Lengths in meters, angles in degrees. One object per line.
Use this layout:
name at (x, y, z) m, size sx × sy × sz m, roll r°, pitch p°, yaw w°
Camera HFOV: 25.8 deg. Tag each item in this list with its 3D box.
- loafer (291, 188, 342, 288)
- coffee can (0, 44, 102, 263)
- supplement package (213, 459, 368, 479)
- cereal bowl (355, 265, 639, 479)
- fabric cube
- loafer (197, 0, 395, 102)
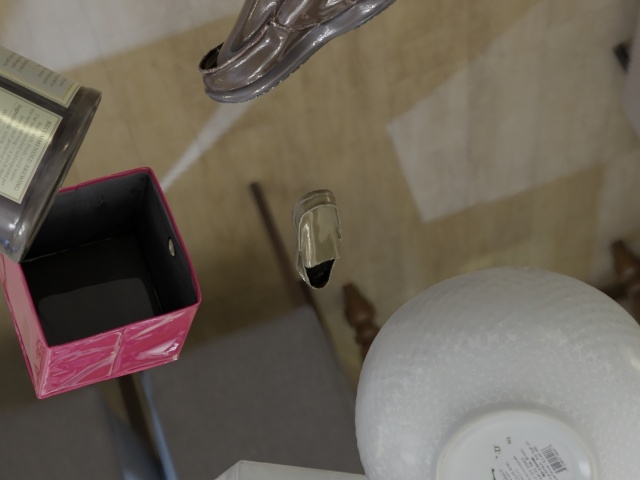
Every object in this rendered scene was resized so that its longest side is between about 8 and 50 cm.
loafer at (0.000, 0.000, 1.589) m, size 0.056 × 0.050 × 0.148 m, roll -19°, pitch 144°, yaw -14°
coffee can at (-0.393, -0.125, 1.451) m, size 0.275 × 0.202 × 0.201 m, roll 26°, pitch 135°, yaw -8°
supplement package at (-0.062, 0.411, 1.717) m, size 0.198 × 0.199 × 0.262 m, roll 11°, pitch 151°, yaw -23°
cereal bowl at (0.197, 0.206, 1.440) m, size 0.338 × 0.141 × 0.339 m, roll 2°, pitch 114°, yaw 6°
fabric cube at (-0.363, 0.072, 2.253) m, size 0.259 × 0.254 × 0.258 m, roll -16°, pitch 160°, yaw -20°
loafer at (-0.036, -0.301, 1.764) m, size 0.366 × 0.134 × 0.130 m, roll -30°, pitch 111°, yaw 37°
